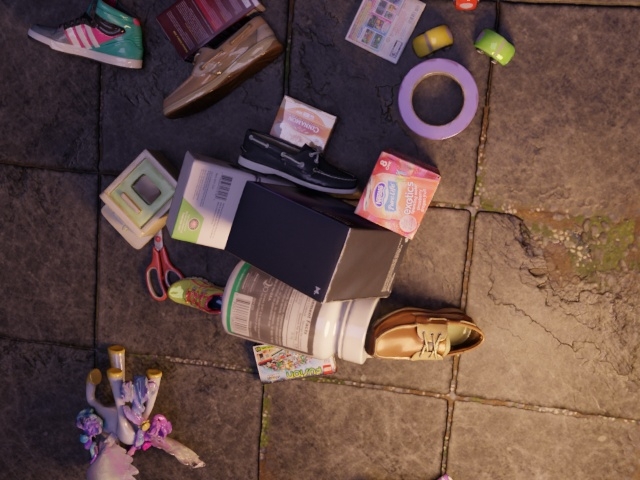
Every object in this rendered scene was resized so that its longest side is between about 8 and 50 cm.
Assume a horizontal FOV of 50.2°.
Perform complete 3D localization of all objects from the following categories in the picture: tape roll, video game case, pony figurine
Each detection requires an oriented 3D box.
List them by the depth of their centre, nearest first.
[{"bbox_3d":[0.281,-0.338,1.640,0.188,0.080,0.189,1,99,9],"label":"tape roll"},{"bbox_3d":[0.156,-0.531,1.659,0.143,0.019,0.157,27,103,4],"label":"video game case"},{"bbox_3d":[-0.514,0.510,1.837,0.351,0.302,0.364,18,108,38],"label":"pony figurine"}]

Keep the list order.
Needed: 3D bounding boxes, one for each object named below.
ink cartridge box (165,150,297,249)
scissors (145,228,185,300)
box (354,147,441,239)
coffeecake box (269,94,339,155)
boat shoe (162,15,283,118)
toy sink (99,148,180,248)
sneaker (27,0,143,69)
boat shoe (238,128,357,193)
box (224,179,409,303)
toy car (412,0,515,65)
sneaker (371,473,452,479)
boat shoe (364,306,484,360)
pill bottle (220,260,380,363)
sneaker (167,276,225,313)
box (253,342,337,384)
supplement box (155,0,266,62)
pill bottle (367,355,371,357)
[{"bbox_3d":[-0.219,-0.084,1.687,0.272,0.115,0.198,14,103,-25],"label":"ink cartridge box"},{"bbox_3d":[-0.446,0.015,1.844,0.109,0.021,0.297,-14,97,11],"label":"scissors"},{"bbox_3d":[0.183,-0.119,1.578,0.142,0.300,0.154,25,103,4],"label":"box"},{"bbox_3d":[-0.054,-0.251,1.714,0.142,0.068,0.186,23,103,4],"label":"coffeecake box"},{"bbox_3d":[-0.260,-0.425,1.699,0.341,0.121,0.110,-33,88,3],"label":"boat shoe"},{"bbox_3d":[-0.462,-0.100,1.760,0.234,0.131,0.153,-43,90,7],"label":"toy sink"},{"bbox_3d":[-0.582,-0.551,1.717,0.295,0.124,0.179,14,106,-1],"label":"sneaker"},{"bbox_3d":[-0.049,-0.189,1.631,0.302,0.114,0.091,15,108,4],"label":"boat shoe"},{"bbox_3d":[0.000,0.000,1.552,0.296,0.294,0.183,26,103,30],"label":"box"},{"bbox_3d":[0.362,-0.497,1.613,0.225,0.053,0.239,35,103,2],"label":"toy car"},{"bbox_3d":[0.259,0.665,1.807,0.282,0.102,0.161,26,99,-7],"label":"sneaker"},{"bbox_3d":[0.260,0.227,1.632,0.323,0.120,0.123,-6,110,-32],"label":"boat shoe"},{"bbox_3d":[-0.046,0.178,1.696,0.360,0.204,0.204,14,101,13],"label":"pill bottle"},{"bbox_3d":[-0.307,0.150,1.802,0.208,0.094,0.082,8,102,4],"label":"sneaker"},{"bbox_3d":[-0.067,0.314,1.825,0.206,0.036,0.114,-12,98,11],"label":"box"},{"bbox_3d":[-0.272,-0.563,1.694,0.239,0.073,0.130,-32,92,12],"label":"supplement box"},{"bbox_3d":[0.180,0.265,1.757,0.137,0.078,0.078,-5,98,10],"label":"pill bottle"}]
